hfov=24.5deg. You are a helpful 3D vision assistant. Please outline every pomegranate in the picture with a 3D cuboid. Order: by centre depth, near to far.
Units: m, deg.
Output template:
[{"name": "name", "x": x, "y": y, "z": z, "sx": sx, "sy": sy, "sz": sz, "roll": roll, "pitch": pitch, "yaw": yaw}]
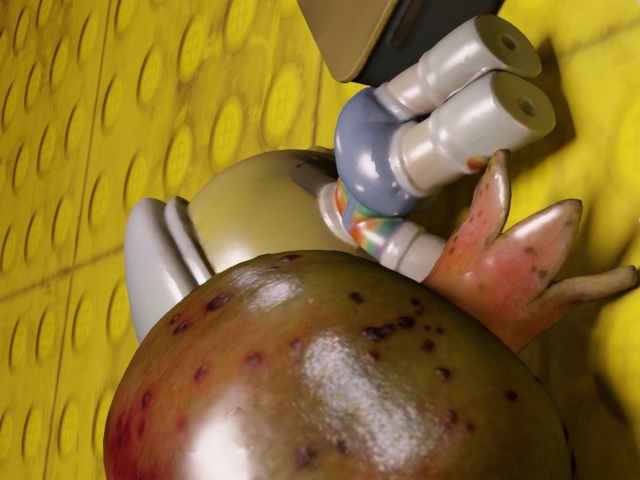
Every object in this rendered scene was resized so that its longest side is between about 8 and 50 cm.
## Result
[{"name": "pomegranate", "x": 0.032, "y": 0.118, "z": 0.880, "sx": 0.323, "sy": 0.291, "sz": 0.291, "roll": -45, "pitch": 8, "yaw": -32}]

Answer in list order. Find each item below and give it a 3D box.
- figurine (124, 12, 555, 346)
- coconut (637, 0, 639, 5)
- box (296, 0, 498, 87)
[{"name": "figurine", "x": -0.005, "y": -0.026, "z": 1.050, "sx": 0.382, "sy": 0.205, "sz": 0.224, "roll": -53, "pitch": 41, "yaw": 27}, {"name": "coconut", "x": 0.244, "y": -0.155, "z": 0.524, "sx": 0.297, "sy": 0.254, "sz": 0.297, "roll": -34, "pitch": 51, "yaw": 55}, {"name": "box", "x": 0.057, "y": -0.210, "z": 1.116, "sx": 0.144, "sy": 0.090, "sz": 0.201, "roll": -63, "pitch": 29, "yaw": 29}]
